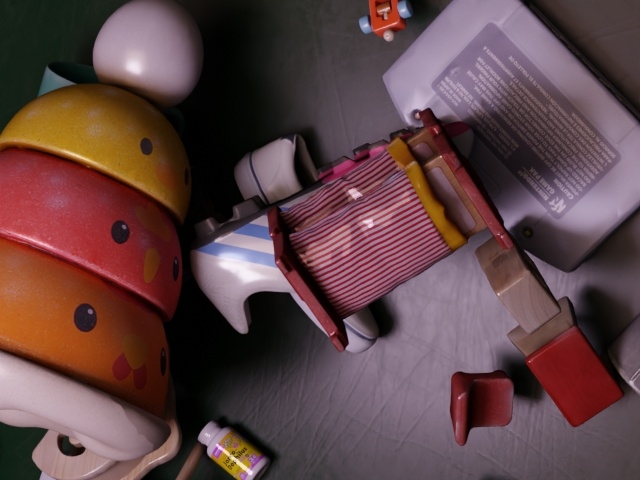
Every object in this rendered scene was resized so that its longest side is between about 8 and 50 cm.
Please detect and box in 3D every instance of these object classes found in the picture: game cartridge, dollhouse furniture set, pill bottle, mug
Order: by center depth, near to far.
[{"bbox_3d":[0.133,0.077,1.605,0.201,0.152,0.374,-34,112,8],"label":"dollhouse furniture set"},{"bbox_3d":[0.213,-0.119,1.708,0.196,0.060,0.294,-45,80,17],"label":"game cartridge"},{"bbox_3d":[-0.250,-0.132,1.848,0.158,0.129,0.097,24,106,18],"label":"mug"},{"bbox_3d":[-0.102,0.246,1.883,0.083,0.043,0.043,37,108,14],"label":"pill bottle"}]

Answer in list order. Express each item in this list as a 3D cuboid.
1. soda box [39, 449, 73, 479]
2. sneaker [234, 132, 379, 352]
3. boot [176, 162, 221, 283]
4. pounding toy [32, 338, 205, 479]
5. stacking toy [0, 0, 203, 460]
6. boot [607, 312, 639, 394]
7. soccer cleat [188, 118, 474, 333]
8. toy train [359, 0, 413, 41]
[{"bbox_3d":[-0.235,0.324,1.904,0.216,0.069,0.073,26,101,32],"label":"soda box"},{"bbox_3d":[0.000,0.000,1.784,0.091,0.094,0.258,-34,84,25],"label":"sneaker"},{"bbox_3d":[-0.222,-0.024,1.875,0.229,0.091,0.263,-30,61,6],"label":"boot"},{"bbox_3d":[-0.233,0.222,1.880,0.154,0.155,0.269,-18,59,12],"label":"pounding toy"},{"bbox_3d":[-0.250,-0.043,1.678,0.351,0.350,0.479,16,79,19],"label":"stacking toy"},{"bbox_3d":[0.396,0.086,1.619,0.208,0.076,0.189,-51,34,12],"label":"boot"},{"bbox_3d":[0.025,-0.012,1.700,0.331,0.116,0.143,-24,94,11],"label":"soccer cleat"},{"bbox_3d":[0.118,-0.278,1.713,0.166,0.046,0.125,-22,61,24],"label":"toy train"}]
